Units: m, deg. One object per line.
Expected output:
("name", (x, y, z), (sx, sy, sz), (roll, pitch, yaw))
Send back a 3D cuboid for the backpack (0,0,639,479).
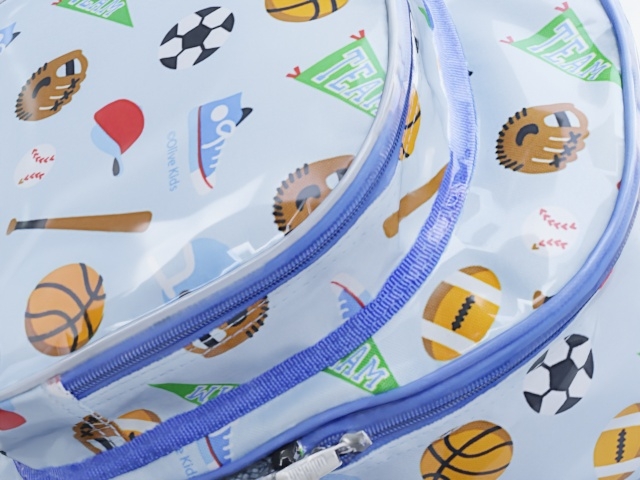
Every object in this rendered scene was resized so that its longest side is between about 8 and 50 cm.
("backpack", (0.000, 0.000, 0.648), (0.263, 0.276, 0.213), (-20, -38, 10))
